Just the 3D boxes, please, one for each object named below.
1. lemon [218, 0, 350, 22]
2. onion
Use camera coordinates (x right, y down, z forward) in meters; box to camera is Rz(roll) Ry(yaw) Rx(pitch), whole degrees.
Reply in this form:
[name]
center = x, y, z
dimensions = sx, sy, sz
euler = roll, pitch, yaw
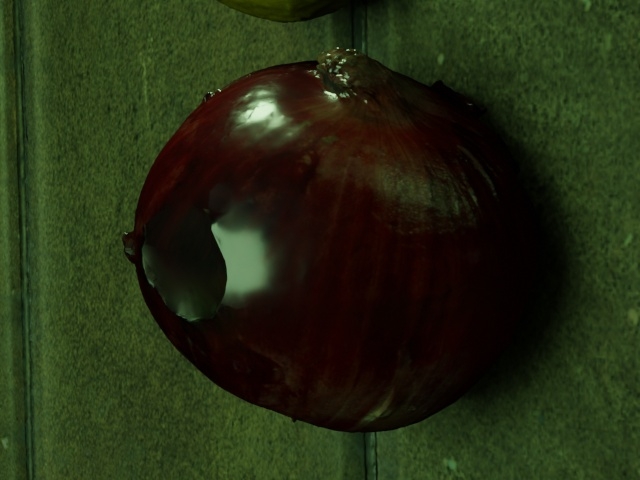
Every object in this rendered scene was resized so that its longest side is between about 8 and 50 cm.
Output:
[lemon]
center = -0.044, -0.304, 1.595
dimensions = 0.260, 0.204, 0.204
euler = 38, 121, 35
[onion]
center = -0.004, 0.004, 1.483
dimensions = 0.341, 0.341, 0.341
euler = 4, 95, 52
